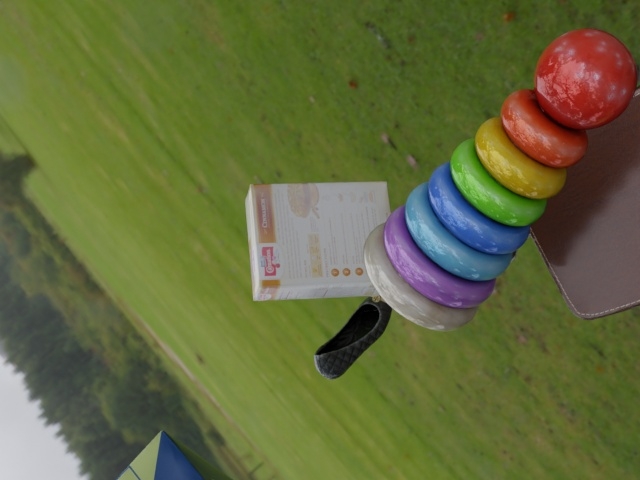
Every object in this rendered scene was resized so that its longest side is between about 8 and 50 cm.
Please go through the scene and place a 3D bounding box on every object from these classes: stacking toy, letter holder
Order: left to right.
[{"bbox_3d":[0.181,-0.060,0.897,0.141,0.141,0.330,47,126,13],"label":"stacking toy"},{"bbox_3d":[0.396,-0.062,1.042,0.302,0.152,0.214,-32,79,31],"label":"letter holder"}]

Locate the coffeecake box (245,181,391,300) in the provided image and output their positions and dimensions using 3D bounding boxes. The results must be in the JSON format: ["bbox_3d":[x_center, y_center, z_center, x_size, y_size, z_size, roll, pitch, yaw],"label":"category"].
[{"bbox_3d":[0.000,0.000,1.222,0.068,0.185,0.142,116,150,-66],"label":"coffeecake box"}]

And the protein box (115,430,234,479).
[{"bbox_3d":[-0.091,0.319,0.862,0.200,0.136,0.201,36,169,42],"label":"protein box"}]

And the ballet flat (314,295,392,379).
[{"bbox_3d":[0.053,0.132,1.365,0.057,0.173,0.049,14,140,37],"label":"ballet flat"}]

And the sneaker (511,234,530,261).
[{"bbox_3d":[0.263,-0.003,1.280,0.031,0.083,0.035,23,148,30],"label":"sneaker"}]
